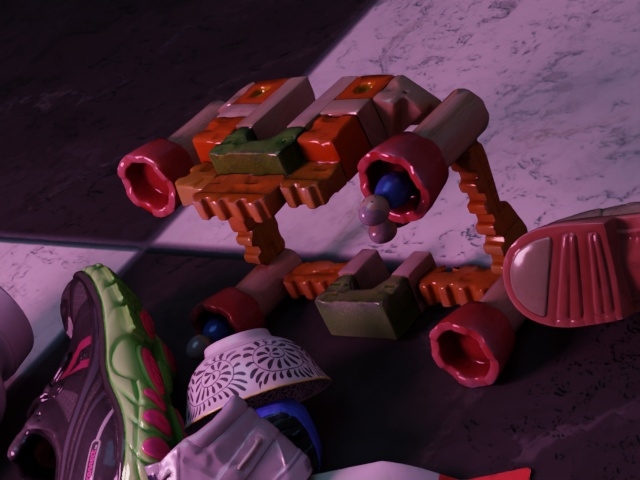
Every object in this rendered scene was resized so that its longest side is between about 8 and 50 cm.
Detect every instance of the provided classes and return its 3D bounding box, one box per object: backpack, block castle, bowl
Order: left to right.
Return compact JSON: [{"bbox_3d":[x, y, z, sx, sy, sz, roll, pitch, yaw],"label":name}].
[{"bbox_3d":[-0.080,0.145,1.779,0.170,0.080,0.170,-19,-13,-5],"label":"bowl"},{"bbox_3d":[-0.060,0.218,1.726,0.120,0.098,0.101,-25,12,10],"label":"backpack"},{"bbox_3d":[0.000,0.000,1.812,0.453,0.303,0.213,2,36,42],"label":"block castle"}]

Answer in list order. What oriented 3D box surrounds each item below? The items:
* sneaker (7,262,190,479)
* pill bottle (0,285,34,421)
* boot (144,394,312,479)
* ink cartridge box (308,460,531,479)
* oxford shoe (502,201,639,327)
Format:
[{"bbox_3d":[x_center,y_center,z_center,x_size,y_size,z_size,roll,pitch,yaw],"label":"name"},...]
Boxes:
[{"bbox_3d":[-0.269,0.184,1.877,0.202,0.185,0.483,-27,27,2],"label":"sneaker"},{"bbox_3d":[-0.535,0.221,1.999,0.229,0.229,0.407,-2,39,39],"label":"pill bottle"},{"bbox_3d":[-0.137,0.275,1.635,0.258,0.123,0.095,-45,1,-11],"label":"boot"},{"bbox_3d":[0.080,0.283,1.552,0.225,0.056,0.181,-17,32,24],"label":"ink cartridge box"},{"bbox_3d":[0.389,0.006,1.635,0.397,0.140,0.146,1,15,24],"label":"oxford shoe"}]
